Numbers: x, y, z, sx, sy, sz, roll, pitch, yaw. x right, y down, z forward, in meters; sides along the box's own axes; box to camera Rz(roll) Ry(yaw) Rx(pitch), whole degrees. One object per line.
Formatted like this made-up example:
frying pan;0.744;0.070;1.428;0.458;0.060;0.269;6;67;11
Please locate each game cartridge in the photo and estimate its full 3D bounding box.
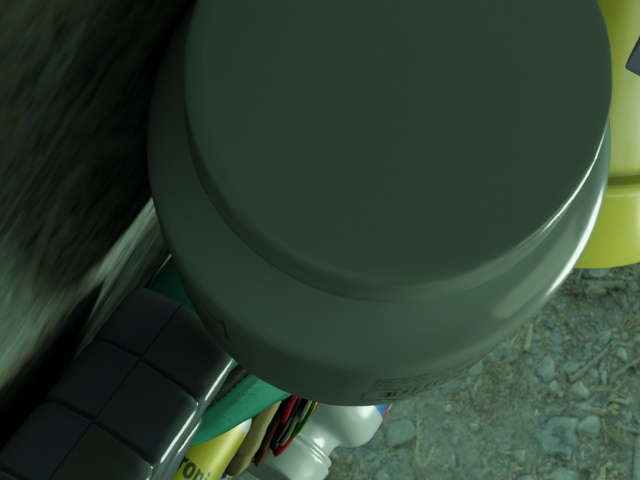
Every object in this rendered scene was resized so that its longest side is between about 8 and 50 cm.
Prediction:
game cartridge;-0.155;0.202;0.662;0.230;0.068;0.355;-48;169;-52

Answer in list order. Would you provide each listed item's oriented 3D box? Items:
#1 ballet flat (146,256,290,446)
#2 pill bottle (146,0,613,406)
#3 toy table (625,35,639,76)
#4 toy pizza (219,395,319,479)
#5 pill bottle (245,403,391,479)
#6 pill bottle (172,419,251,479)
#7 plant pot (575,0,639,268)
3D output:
ballet flat;0.000;0.000;0.758;0.087;0.083;0.247;49;64;-43
pill bottle;0.015;-0.023;0.534;0.131;0.131;0.229;-59;177;-8
toy table;0.215;-0.257;1.137;0.274;0.161;0.252;-59;176;-4
toy pizza;0.005;0.045;0.932;0.201;0.032;0.201;-59;176;-6
pill bottle;0.010;0.078;1.362;0.221;0.124;0.124;-58;176;-15
pill bottle;-0.070;0.084;0.780;0.116;0.065;0.065;-58;176;-23
plant pot;0.207;-0.144;1.482;0.254;0.254;0.239;-54;158;-54
